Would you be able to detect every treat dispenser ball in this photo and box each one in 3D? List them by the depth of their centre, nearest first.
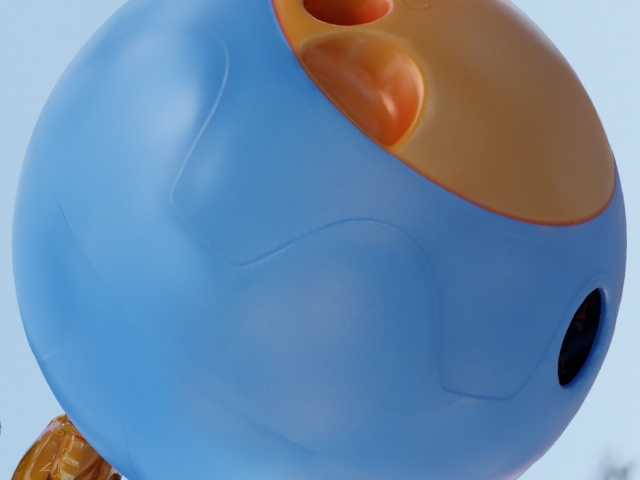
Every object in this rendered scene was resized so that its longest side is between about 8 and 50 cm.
[{"bbox_3d":[0.000,0.000,0.915,0.288,0.288,0.288,-2,-88,-57],"label":"treat dispenser ball"}]

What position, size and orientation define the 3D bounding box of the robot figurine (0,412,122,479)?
[{"bbox_3d":[-0.227,0.210,1.151,0.085,0.211,0.291,-21,-46,-78],"label":"robot figurine"}]
